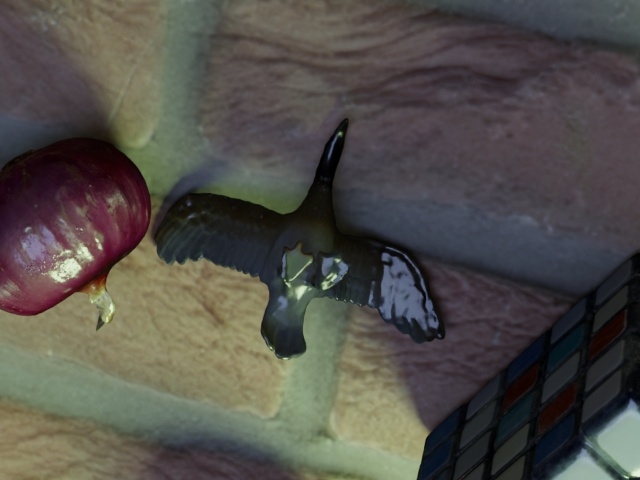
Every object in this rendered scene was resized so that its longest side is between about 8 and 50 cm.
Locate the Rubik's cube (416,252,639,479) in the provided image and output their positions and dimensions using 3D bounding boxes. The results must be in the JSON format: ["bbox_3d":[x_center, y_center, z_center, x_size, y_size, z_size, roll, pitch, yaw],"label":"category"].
[{"bbox_3d":[0.265,0.238,1.631,0.292,0.293,0.287,42,114,-7],"label":"Rubik's cube"}]

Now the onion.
[{"bbox_3d":[-0.228,-0.010,1.679,0.153,0.177,0.177,48,116,21],"label":"onion"}]

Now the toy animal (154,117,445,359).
[{"bbox_3d":[0.001,0.001,1.669,0.272,0.160,0.197,19,113,-6],"label":"toy animal"}]
